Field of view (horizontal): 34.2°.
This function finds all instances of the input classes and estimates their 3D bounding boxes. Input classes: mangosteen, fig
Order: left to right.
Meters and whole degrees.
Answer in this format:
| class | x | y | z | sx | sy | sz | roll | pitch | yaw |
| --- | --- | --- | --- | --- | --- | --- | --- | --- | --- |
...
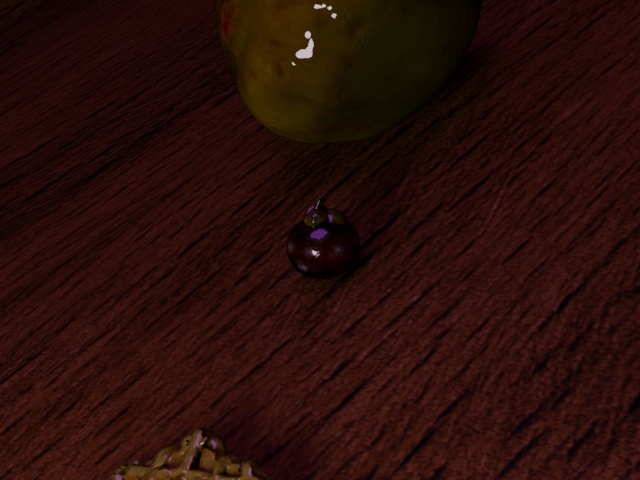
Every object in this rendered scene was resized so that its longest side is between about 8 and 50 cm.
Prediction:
| class | x | y | z | sx | sy | sz | roll | pitch | yaw |
| --- | --- | --- | --- | --- | --- | --- | --- | --- | --- |
| mangosteen | 0.001 | 0.003 | 1.117 | 0.081 | 0.081 | 0.081 | -17 | 33 | 11 |
| fig | 0.038 | -0.284 | 1.301 | 0.343 | 0.343 | 0.343 | -17 | 33 | 11 |

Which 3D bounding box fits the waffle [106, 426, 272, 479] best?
| class | x | y | z | sx | sy | sz | roll | pitch | yaw |
| --- | --- | --- | --- | --- | --- | --- | --- | --- | --- |
| waffle | -0.145 | 0.265 | 0.860 | 0.245 | 0.052 | 0.254 | -32 | 32 | -10 |
